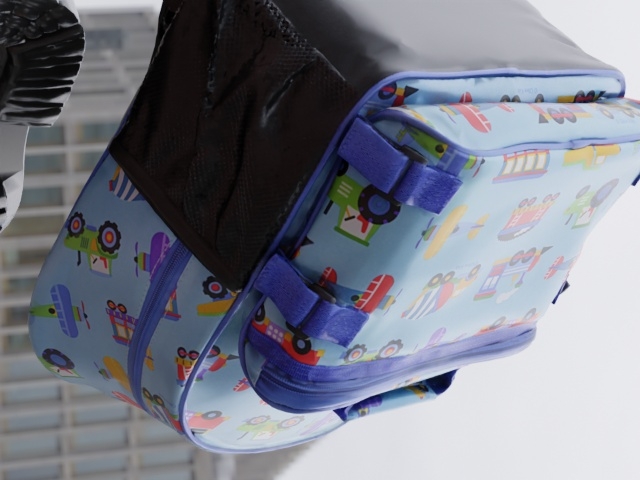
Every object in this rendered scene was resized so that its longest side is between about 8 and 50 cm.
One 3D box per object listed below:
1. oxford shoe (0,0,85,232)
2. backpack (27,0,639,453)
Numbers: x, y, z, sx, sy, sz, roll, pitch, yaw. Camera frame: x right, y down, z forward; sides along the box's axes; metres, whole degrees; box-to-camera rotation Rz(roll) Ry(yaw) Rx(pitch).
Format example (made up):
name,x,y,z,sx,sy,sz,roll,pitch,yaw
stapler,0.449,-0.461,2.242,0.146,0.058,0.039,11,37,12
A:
name,x,y,z,sx,sy,sz,roll,pitch,yaw
oxford shoe,-0.139,-0.050,0.585,0.227,0.083,0.096,-45,-126,46
backpack,0.000,0.000,0.556,0.117,0.158,0.173,46,-62,27
